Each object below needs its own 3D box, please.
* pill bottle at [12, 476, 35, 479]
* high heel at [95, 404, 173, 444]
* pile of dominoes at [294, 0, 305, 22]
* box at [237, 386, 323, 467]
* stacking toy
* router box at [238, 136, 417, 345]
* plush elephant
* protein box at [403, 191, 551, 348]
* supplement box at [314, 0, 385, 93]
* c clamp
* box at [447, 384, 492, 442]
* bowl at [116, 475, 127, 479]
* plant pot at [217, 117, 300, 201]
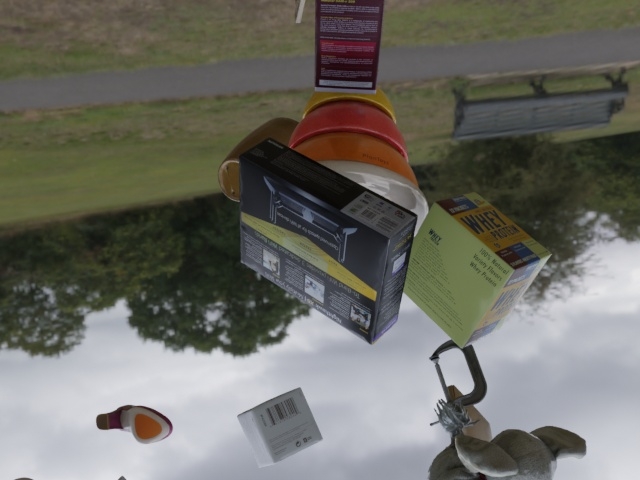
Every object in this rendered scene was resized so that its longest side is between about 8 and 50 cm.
[{"bbox_3d":[-0.333,0.401,0.967,0.119,0.119,0.208,-6,140,37],"label":"pill bottle"},{"bbox_3d":[-0.384,0.404,1.666,0.244,0.082,0.117,-13,170,38],"label":"high heel"},{"bbox_3d":[0.002,-0.466,1.085,0.040,0.251,0.196,6,156,-12],"label":"pile of dominoes"},{"bbox_3d":[-0.071,0.322,1.285,0.101,0.102,0.087,-19,170,-29],"label":"box"},{"bbox_3d":[0.069,-0.237,1.653,0.351,0.479,0.350,5,153,3],"label":"stacking toy"},{"bbox_3d":[0.000,0.000,1.251,0.309,0.242,0.081,31,-132,26],"label":"router box"},{"bbox_3d":[0.309,0.419,1.253,0.272,0.329,0.255,-5,166,-24],"label":"plush elephant"},{"bbox_3d":[0.279,0.051,1.408,0.136,0.201,0.200,-16,-130,-44],"label":"protein box"},{"bbox_3d":[0.054,-0.401,1.456,0.130,0.073,0.239,4,142,1],"label":"supplement box"},{"bbox_3d":[0.265,0.283,1.518,0.137,0.160,0.022,-20,159,24],"label":"c clamp"},{"bbox_3d":[0.319,0.421,1.548,0.021,0.164,0.201,-30,-149,22],"label":"box"},{"bbox_3d":[-0.383,0.491,1.291,0.142,0.053,0.142,-48,-176,22],"label":"bowl"},{"bbox_3d":[-0.162,-0.198,2.063,0.237,0.237,0.254,-6,-164,34],"label":"plant pot"}]
